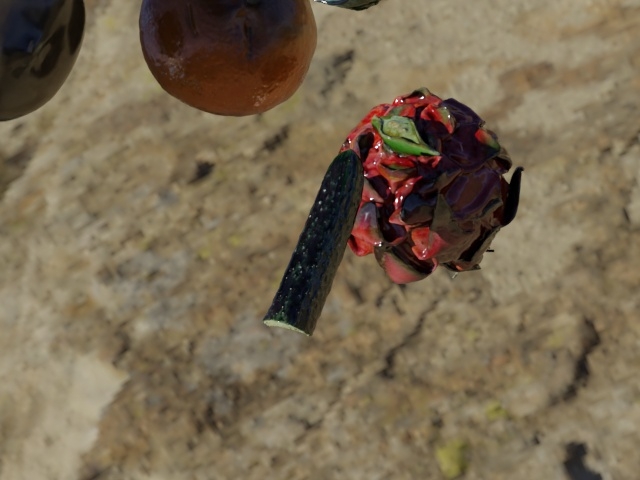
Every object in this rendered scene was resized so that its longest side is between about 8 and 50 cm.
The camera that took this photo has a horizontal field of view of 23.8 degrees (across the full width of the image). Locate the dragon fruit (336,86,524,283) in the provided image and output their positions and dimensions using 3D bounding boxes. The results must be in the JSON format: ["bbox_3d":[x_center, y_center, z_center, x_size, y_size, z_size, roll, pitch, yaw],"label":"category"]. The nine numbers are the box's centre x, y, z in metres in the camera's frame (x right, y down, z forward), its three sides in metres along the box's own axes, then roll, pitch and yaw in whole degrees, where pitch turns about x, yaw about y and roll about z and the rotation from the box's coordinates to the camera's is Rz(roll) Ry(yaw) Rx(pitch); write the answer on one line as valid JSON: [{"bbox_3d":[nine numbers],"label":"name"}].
[{"bbox_3d":[0.126,-0.043,1.827,0.233,0.293,0.234,-15,39,12],"label":"dragon fruit"}]

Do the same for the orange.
[{"bbox_3d":[-0.113,-0.260,1.879,0.224,0.224,0.170,-47,-2,-35],"label":"orange"}]

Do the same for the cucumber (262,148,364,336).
[{"bbox_3d":[0.000,0.000,1.631,0.052,0.058,0.215,6,69,44],"label":"cucumber"}]

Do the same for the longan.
[{"bbox_3d":[-0.367,-0.238,1.721,0.196,0.196,0.220,2,67,46],"label":"longan"}]

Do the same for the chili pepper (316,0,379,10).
[{"bbox_3d":[0.084,-0.253,1.257,0.099,0.136,0.270,24,16,22],"label":"chili pepper"}]
